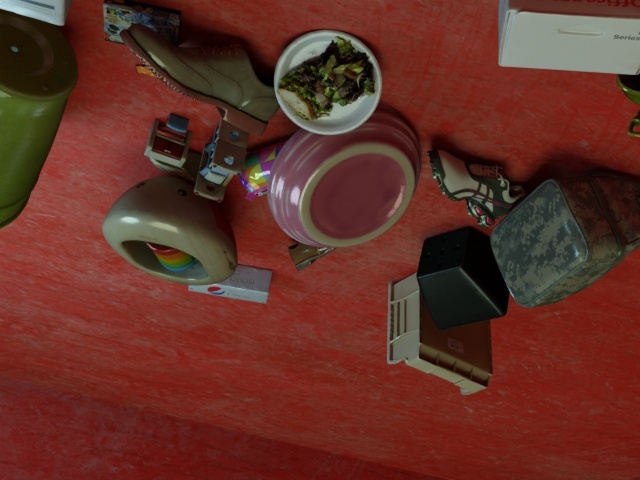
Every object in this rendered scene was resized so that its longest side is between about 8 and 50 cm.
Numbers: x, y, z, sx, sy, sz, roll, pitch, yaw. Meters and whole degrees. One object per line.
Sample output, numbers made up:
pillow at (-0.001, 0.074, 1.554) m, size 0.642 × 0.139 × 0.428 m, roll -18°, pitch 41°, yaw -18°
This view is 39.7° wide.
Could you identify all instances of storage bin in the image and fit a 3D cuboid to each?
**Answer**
storage bin at (0.313, 0.245, 2.314) m, size 0.262 × 0.260 × 0.123 m, roll 26°, pitch 141°, yaw -28°

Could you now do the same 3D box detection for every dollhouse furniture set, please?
dollhouse furniture set at (-0.259, -0.186, 1.834) m, size 0.184 × 0.129 × 0.129 m, roll 18°, pitch 148°, yaw -18°

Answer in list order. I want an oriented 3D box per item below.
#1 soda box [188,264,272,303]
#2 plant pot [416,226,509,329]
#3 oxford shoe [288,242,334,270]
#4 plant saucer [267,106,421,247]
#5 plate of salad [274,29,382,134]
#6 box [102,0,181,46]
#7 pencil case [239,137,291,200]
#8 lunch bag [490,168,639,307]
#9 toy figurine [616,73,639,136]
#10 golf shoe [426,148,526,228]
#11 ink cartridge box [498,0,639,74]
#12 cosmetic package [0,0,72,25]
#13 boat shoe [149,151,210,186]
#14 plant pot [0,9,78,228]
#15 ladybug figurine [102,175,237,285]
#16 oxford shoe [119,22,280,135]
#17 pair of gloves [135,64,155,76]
soda box at (-0.242, 0.108, 2.378) m, size 0.216 × 0.074 × 0.069 m, roll 10°, pitch 150°, yaw -4°
plant pot at (0.333, 0.078, 2.116) m, size 0.188 × 0.187 × 0.167 m, roll -16°, pitch 130°, yaw 35°
oxford shoe at (0.000, 0.000, 2.159) m, size 0.212 × 0.076 × 0.076 m, roll -31°, pitch 94°, yaw 33°
plant saucer at (0.061, -0.109, 1.784) m, size 0.332 × 0.084 × 0.332 m, roll -13°, pitch 131°, yaw -16°
plate of salad at (0.013, -0.284, 1.619) m, size 0.200 × 0.048 × 0.200 m, roll 3°, pitch 117°, yaw 5°
box at (-0.323, -0.388, 1.606) m, size 0.137 × 0.027 × 0.094 m, roll 11°, pitch 148°, yaw -7°
pencil case at (-0.063, -0.161, 1.867) m, size 0.236 × 0.104 × 0.104 m, roll -18°, pitch 141°, yaw 35°
lunch bag at (0.549, -0.004, 1.891) m, size 0.256 × 0.212 × 0.305 m, roll -7°, pitch 155°, yaw -24°
toy figurine at (0.708, -0.197, 1.566) m, size 0.362 × 0.191 × 0.217 m, roll 0°, pitch 154°, yaw 14°
golf shoe at (0.321, -0.131, 1.856) m, size 0.120 × 0.105 × 0.273 m, roll -31°, pitch 141°, yaw 26°
ink cartridge box at (0.354, -0.374, 1.246) m, size 0.198 × 0.273 × 0.115 m, roll 5°, pitch 149°, yaw 5°
cosmetic package at (-0.405, -0.480, 1.276) m, size 0.138 × 0.224 × 0.224 m, roll 14°, pitch 149°, yaw -12°
boat shoe at (-0.299, -0.166, 1.954) m, size 0.170 × 0.063 × 0.059 m, roll 25°, pitch 168°, yaw -29°
plant pot at (-0.631, -0.253, 1.636) m, size 0.366 × 0.366 × 0.353 m, roll 27°, pitch 132°, yaw -30°
ladybug figurine at (-0.335, -0.020, 2.056) m, size 0.305 × 0.162 × 0.449 m, roll 10°, pitch 161°, yaw 4°
oxford shoe at (-0.206, -0.321, 1.620) m, size 0.348 × 0.123 × 0.130 m, roll 25°, pitch 111°, yaw -44°
pair of gloves at (-0.322, -0.342, 1.701) m, size 0.074 × 0.010 × 0.083 m, roll 7°, pitch 149°, yaw 0°
